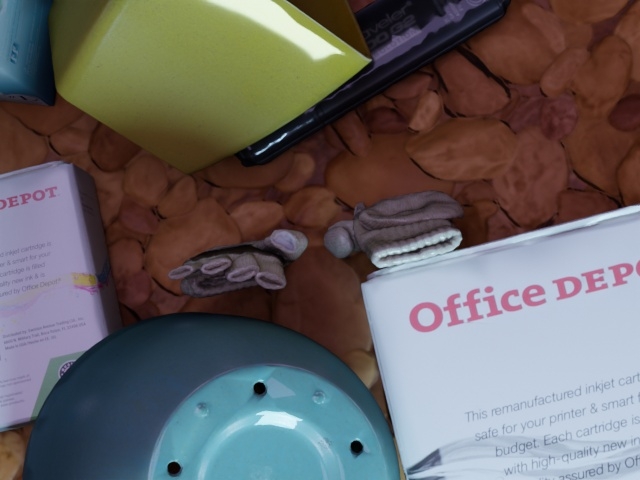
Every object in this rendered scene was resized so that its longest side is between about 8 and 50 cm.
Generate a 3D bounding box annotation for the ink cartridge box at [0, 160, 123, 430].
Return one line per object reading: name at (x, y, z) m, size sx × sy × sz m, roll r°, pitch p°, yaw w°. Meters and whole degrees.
ink cartridge box at (-0.259, 0.053, 1.536) m, size 0.154 × 0.093 × 0.212 m, roll -14°, pitch 84°, yaw 4°

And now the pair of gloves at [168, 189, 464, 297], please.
pair of gloves at (0.000, 0.000, 1.455) m, size 0.240 × 0.204 × 0.042 m, roll -11°, pitch 97°, yaw 6°

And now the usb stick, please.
usb stick at (0.035, -0.160, 1.550) m, size 0.278 × 0.045 × 0.077 m, roll -31°, pitch 74°, yaw 3°

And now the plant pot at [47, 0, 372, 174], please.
plant pot at (-0.113, -0.186, 1.471) m, size 0.212 × 0.212 × 0.187 m, roll 32°, pitch 113°, yaw -29°

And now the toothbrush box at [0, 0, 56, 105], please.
toothbrush box at (-0.354, -0.207, 1.478) m, size 0.216 × 0.295 × 0.126 m, roll 6°, pitch 83°, yaw 7°

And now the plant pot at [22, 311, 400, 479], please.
plant pot at (-0.069, 0.193, 1.374) m, size 0.293 × 0.235 × 0.293 m, roll 2°, pitch 83°, yaw -18°

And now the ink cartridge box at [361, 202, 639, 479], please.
ink cartridge box at (0.218, 0.190, 1.422) m, size 0.285 × 0.166 × 0.395 m, roll -14°, pitch 83°, yaw 5°
